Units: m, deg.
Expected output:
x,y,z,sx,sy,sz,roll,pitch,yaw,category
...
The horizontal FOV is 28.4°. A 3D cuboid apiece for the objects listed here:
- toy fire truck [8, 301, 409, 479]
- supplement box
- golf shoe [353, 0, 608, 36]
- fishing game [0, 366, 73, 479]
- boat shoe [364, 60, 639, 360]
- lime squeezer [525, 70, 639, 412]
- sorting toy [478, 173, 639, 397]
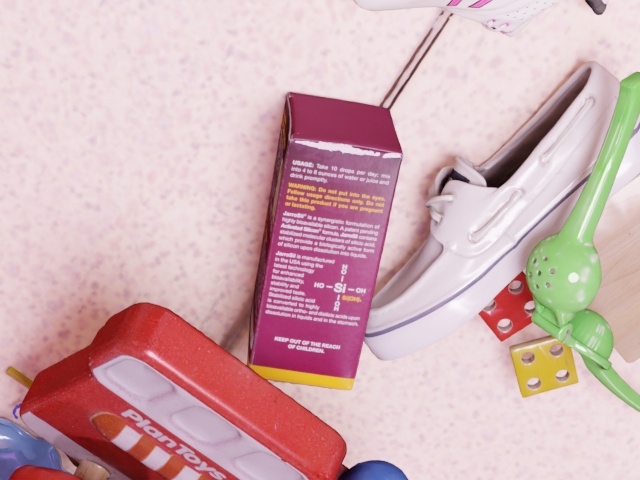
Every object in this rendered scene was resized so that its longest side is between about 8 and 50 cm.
x,y,z,sx,sy,sz,roll,pitch,yaw,category
-0.067,0.171,0.900,0.302,0.169,0.254,39,146,-18,toy fire truck
0.000,0.000,0.923,0.081,0.104,0.188,8,114,-6,supplement box
0.112,-0.175,0.868,0.186,0.067,0.086,-10,115,2,golf shoe
-0.287,0.227,1.053,0.189,0.041,0.264,34,101,-16,fishing game
0.121,-0.022,0.924,0.267,0.096,0.088,-40,105,13,boat shoe
0.195,0.038,0.905,0.059,0.110,0.310,17,135,39,lime squeezer
0.241,0.010,0.964,0.274,0.046,0.132,-38,113,13,sorting toy
